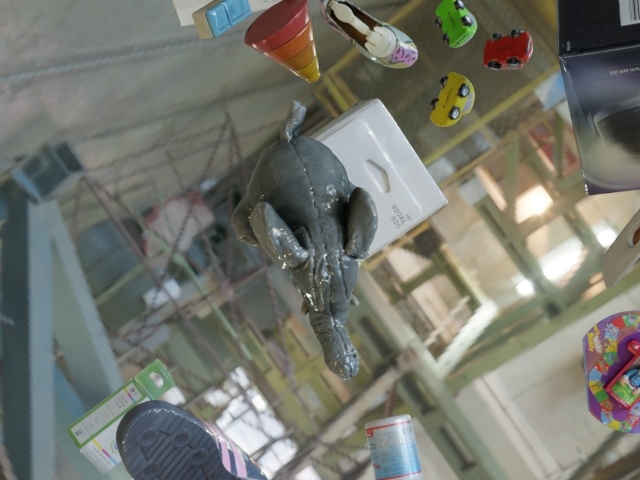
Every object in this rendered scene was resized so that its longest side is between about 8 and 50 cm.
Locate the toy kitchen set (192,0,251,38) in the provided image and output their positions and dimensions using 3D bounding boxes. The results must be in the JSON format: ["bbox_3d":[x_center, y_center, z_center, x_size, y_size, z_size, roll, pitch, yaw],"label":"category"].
[{"bbox_3d":[-0.161,-0.495,2.053,0.166,0.207,0.122,3,-147,38],"label":"toy kitchen set"}]

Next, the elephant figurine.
[{"bbox_3d":[0.000,0.000,1.258,0.169,0.186,0.239,-43,-146,14],"label":"elephant figurine"}]

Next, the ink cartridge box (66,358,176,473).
[{"bbox_3d":[-0.352,0.326,2.058,0.209,0.062,0.109,-38,143,-11],"label":"ink cartridge box"}]

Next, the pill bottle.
[{"bbox_3d":[0.138,0.404,2.034,0.087,0.160,0.087,-11,170,-2],"label":"pill bottle"}]

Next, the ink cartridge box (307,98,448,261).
[{"bbox_3d":[0.047,-0.083,1.558,0.168,0.171,0.233,-35,-174,-1],"label":"ink cartridge box"}]

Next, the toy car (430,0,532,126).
[{"bbox_3d":[0.267,-0.340,1.974,0.053,0.225,0.239,13,138,-40],"label":"toy car"}]

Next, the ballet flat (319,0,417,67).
[{"bbox_3d":[0.084,-0.400,2.118,0.077,0.221,0.079,-55,167,7],"label":"ballet flat"}]

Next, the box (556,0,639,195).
[{"bbox_3d":[0.522,-0.237,1.652,0.296,0.294,0.183,-7,-132,19],"label":"box"}]

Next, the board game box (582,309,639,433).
[{"bbox_3d":[0.424,0.179,1.495,0.133,0.169,0.033,-4,-179,10],"label":"board game box"}]

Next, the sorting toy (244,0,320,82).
[{"bbox_3d":[0.064,-0.362,1.725,0.365,0.126,0.127,-30,-152,10],"label":"sorting toy"}]

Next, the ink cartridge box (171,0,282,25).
[{"bbox_3d":[-0.199,-0.607,2.359,0.296,0.261,0.066,-8,-144,15],"label":"ink cartridge box"}]

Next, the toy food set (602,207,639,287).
[{"bbox_3d":[0.527,-0.034,1.408,0.306,0.092,0.220,-9,148,-22],"label":"toy food set"}]

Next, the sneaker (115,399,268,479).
[{"bbox_3d":[-0.174,0.273,1.416,0.112,0.131,0.319,-42,138,-5],"label":"sneaker"}]
